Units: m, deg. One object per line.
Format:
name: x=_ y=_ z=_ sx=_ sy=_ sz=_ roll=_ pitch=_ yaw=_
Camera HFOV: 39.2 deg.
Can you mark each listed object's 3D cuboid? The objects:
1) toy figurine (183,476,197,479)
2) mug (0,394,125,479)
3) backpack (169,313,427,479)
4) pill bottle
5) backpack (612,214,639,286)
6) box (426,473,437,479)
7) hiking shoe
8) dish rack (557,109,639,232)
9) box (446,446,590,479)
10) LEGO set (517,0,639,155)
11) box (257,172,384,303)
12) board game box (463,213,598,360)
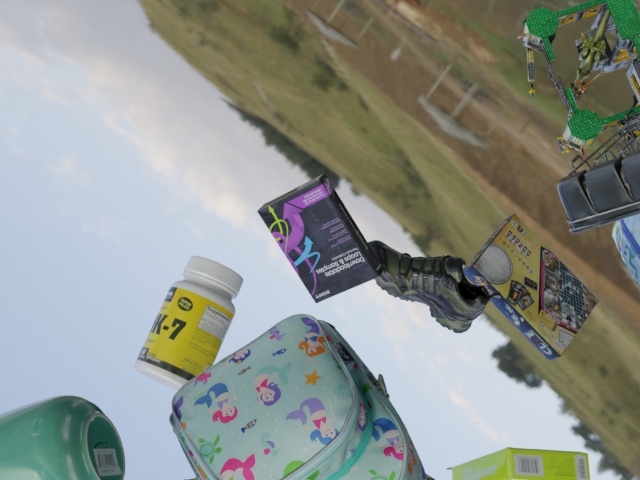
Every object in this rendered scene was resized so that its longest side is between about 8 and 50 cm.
toy figurine: x=-0.296 y=0.579 z=1.995 sx=0.173 sy=0.130 sz=0.159 roll=3 pitch=173 yaw=-20
mug: x=-0.246 y=0.206 z=0.864 sx=0.158 sy=0.097 sz=0.129 roll=-91 pitch=-21 yaw=-58
backpack: x=-0.019 y=0.219 z=0.926 sx=0.253 sy=0.225 sz=0.191 roll=54 pitch=174 yaw=36
pill bottle: x=-0.212 y=0.139 z=1.486 sx=0.119 sy=0.209 sz=0.119 roll=21 pitch=164 yaw=6
backpack: x=0.631 y=0.004 z=1.457 sx=0.290 sy=0.273 sz=0.355 roll=0 pitch=-161 yaw=-7
box: x=0.192 y=0.470 z=1.455 sx=0.275 sy=0.094 sz=0.113 roll=30 pitch=-141 yaw=7
hiking shoe: x=0.177 y=0.050 z=1.450 sx=0.226 sy=0.114 sz=0.086 roll=32 pitch=-145 yaw=-12
dish rack: x=0.419 y=-0.120 z=1.072 sx=0.271 sy=0.208 sz=0.074 roll=-37 pitch=-80 yaw=-38
box: x=0.241 y=0.293 z=1.122 sx=0.109 sy=0.042 sz=0.178 roll=7 pitch=157 yaw=-15
LEGO set: x=0.532 y=-0.314 z=1.758 sx=0.331 sy=0.254 sz=0.192 roll=64 pitch=-179 yaw=14
box: x=0.000 y=0.000 z=1.252 sx=0.162 sy=0.116 sz=0.029 roll=57 pitch=-148 yaw=-12
board game box: x=0.410 y=0.089 z=1.743 sx=0.243 sy=0.165 sz=0.042 roll=46 pitch=150 yaw=-2
